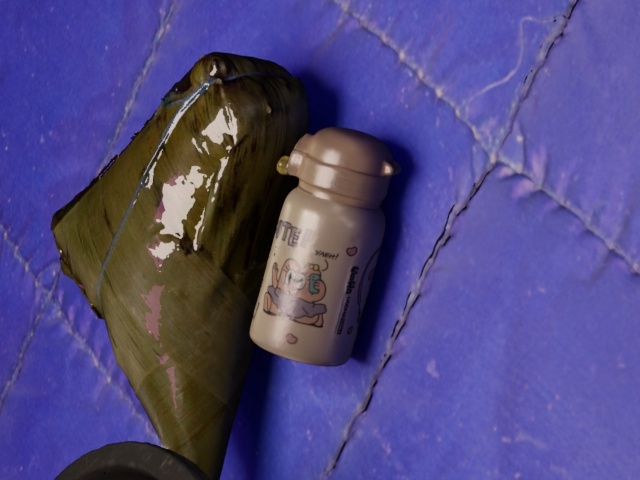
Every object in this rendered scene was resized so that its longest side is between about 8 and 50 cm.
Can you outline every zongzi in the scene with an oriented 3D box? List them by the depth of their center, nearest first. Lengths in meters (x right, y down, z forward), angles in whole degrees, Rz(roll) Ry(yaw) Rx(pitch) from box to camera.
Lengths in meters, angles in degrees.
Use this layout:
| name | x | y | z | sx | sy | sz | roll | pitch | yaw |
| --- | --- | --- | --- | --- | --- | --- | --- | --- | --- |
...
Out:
| name | x | y | z | sx | sy | sz | roll | pitch | yaw |
| --- | --- | --- | --- | --- | --- | --- | --- | --- | --- |
| zongzi | -0.094 | 0.036 | 1.852 | 0.323 | 0.160 | 0.360 | -48 | 50 | 39 |

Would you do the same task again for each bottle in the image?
| name | x | y | z | sx | sy | sz | roll | pitch | yaw |
| --- | --- | --- | --- | --- | --- | --- | --- | --- | --- |
| bottle | 0.000 | 0.000 | 1.796 | 0.110 | 0.097 | 0.209 | 17 | 100 | 15 |

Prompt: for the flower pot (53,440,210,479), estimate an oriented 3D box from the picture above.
| name | x | y | z | sx | sy | sz | roll | pitch | yaw |
| --- | --- | --- | --- | --- | --- | --- | --- | --- | --- |
| flower pot | -0.105 | 0.377 | 1.745 | 0.379 | 0.251 | 0.379 | -27 | 54 | 43 |
